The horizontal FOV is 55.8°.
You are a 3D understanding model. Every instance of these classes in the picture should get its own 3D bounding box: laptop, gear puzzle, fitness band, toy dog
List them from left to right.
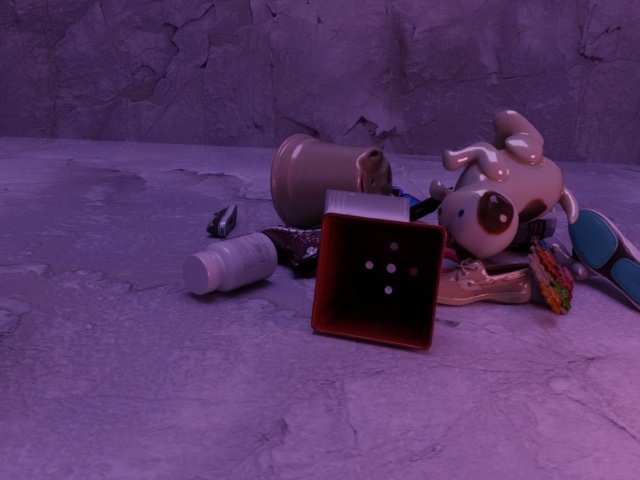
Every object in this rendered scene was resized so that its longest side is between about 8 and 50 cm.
[{"bbox_3d":[0.274,-0.123,2.028,0.234,0.136,0.264,-26,-16,-20],"label":"laptop"},{"bbox_3d":[0.357,0.063,1.801,0.209,0.054,0.291,-3,17,-10],"label":"fitness band"},{"bbox_3d":[0.486,-0.104,1.698,0.395,0.284,0.408,44,52,8],"label":"toy dog"},{"bbox_3d":[0.608,0.093,1.573,0.044,0.175,0.339,-34,-1,29],"label":"gear puzzle"}]

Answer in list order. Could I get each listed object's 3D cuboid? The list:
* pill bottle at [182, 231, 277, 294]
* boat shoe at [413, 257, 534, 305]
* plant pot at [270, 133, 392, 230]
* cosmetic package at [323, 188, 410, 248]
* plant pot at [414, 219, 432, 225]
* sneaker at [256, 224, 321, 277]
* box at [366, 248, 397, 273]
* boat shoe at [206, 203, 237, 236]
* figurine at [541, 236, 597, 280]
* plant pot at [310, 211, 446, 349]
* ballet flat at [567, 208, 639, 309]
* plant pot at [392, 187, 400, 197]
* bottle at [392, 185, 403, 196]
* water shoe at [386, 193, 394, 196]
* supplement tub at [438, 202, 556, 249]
[{"bbox_3d":[-0.232,0.061,1.553,0.131,0.131,0.229,17,22,36],"label":"pill bottle"},{"bbox_3d":[0.392,0.098,1.584,0.342,0.110,0.121,0,18,-10],"label":"boat shoe"},{"bbox_3d":[0.057,-0.191,1.997,0.306,0.333,0.334,4,15,35],"label":"plant pot"},{"bbox_3d":[0.129,-0.059,1.693,0.238,0.107,0.127,3,45,4],"label":"cosmetic package"},{"bbox_3d":[0.285,-0.036,2.126,0.237,0.032,0.236,2,18,-1],"label":"plant pot"},{"bbox_3d":[-0.090,0.037,1.720,0.282,0.106,0.162,-3,32,17],"label":"sneaker"},{"bbox_3d":[0.156,0.029,1.800,0.169,0.087,0.290,6,18,9],"label":"box"},{"bbox_3d":[-0.332,-0.075,2.056,0.070,0.077,0.219,6,19,4],"label":"boat shoe"},{"bbox_3d":[0.800,0.061,1.834,0.215,0.092,0.209,-4,23,-18],"label":"figurine"},{"bbox_3d":[0.148,0.076,1.404,0.267,0.267,0.236,8,7,14],"label":"plant pot"},{"bbox_3d":[0.840,0.062,1.683,0.139,0.139,0.400,-2,37,-18],"label":"ballet flat"},{"bbox_3d":[0.242,-0.133,2.287,0.109,0.108,0.096,7,-17,10],"label":"plant pot"},{"bbox_3d":[0.189,-0.171,2.432,0.283,0.092,0.118,-3,15,-18],"label":"bottle"},{"bbox_3d":[0.173,-0.096,1.841,0.080,0.072,0.203,27,36,0],"label":"water shoe"},{"bbox_3d":[0.576,-0.067,1.987,0.338,0.207,0.207,-2,18,-16],"label":"supplement tub"}]
